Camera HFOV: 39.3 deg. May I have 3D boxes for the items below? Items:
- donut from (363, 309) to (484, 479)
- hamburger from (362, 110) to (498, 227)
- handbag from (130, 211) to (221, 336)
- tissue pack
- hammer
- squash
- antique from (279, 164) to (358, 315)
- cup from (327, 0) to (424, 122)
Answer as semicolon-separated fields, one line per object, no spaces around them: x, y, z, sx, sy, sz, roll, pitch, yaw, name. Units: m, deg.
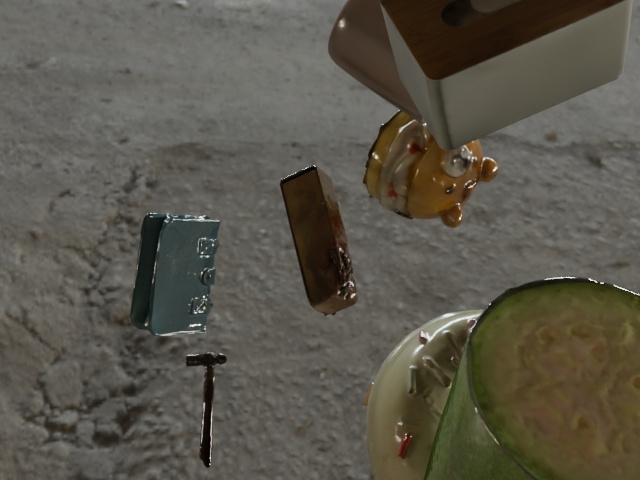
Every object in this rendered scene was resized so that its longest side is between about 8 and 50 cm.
0.252;0.271;1.259;0.383;0.142;0.382;3;71;-9;donut
0.256;-0.161;2.044;0.237;0.276;0.276;30;43;25;hamburger
-0.268;0.065;1.717;0.062;0.229;0.179;14;7;39;handbag
0.217;-0.239;1.056;0.246;0.136;0.159;-24;56;-1;tissue pack
-0.179;0.261;1.392;0.065;0.178;0.021;1;-3;2;hammer
0.243;0.256;0.940;0.263;0.384;0.263;3;47;-3;squash
0.000;0.000;1.899;0.093;0.087;0.309;-22;63;18;antique
0.152;-0.352;1.483;0.200;0.191;0.252;34;78;8;cup
